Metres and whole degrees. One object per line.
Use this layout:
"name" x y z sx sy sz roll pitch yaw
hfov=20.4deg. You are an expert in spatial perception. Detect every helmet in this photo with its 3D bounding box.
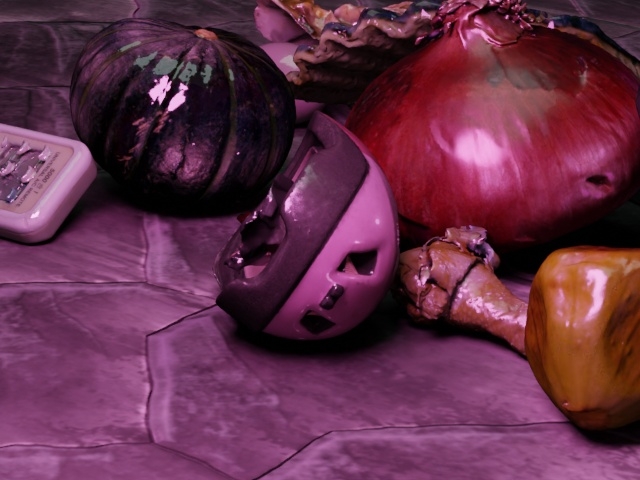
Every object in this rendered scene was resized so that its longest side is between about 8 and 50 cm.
"helmet" 0.000 0.000 1.630 0.154 0.198 0.253 35 17 1

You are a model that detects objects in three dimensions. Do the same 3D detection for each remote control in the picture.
"remote control" -0.399 -0.075 1.926 0.335 0.065 0.128 14 53 30

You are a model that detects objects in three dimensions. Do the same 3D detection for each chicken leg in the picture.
"chicken leg" 0.139 0.049 1.626 0.125 0.080 0.196 -7 26 -25

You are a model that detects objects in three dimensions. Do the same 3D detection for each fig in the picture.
"fig" 0.237 0.080 1.463 0.154 0.144 0.165 -30 37 33

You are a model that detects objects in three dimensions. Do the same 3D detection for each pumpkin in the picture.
"pumpkin" -0.155 -0.134 1.932 0.250 0.216 0.250 24 35 -18

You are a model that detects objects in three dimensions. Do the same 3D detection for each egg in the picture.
"egg" -0.048 -0.198 2.230 0.135 0.103 0.103 13 24 33

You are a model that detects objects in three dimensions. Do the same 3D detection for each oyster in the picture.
"oyster" 0.097 -0.263 2.246 0.351 0.114 0.238 -9 -20 29

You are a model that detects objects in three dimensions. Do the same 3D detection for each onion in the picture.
"onion" 0.172 -0.134 1.829 0.348 0.285 0.347 -9 22 4

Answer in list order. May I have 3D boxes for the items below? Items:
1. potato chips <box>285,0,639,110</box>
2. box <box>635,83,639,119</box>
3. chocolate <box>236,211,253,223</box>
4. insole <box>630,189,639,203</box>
"potato chips" 0.177 -0.200 2.086 0.358 0.070 0.429 -13 -16 43
"box" 0.429 -0.079 1.761 0.290 0.073 0.289 46 25 -6
"chocolate" -0.014 -0.002 1.822 0.086 0.028 0.182 -7 20 -26
"insole" 0.401 -0.034 1.958 0.080 0.003 0.232 -13 25 -34
